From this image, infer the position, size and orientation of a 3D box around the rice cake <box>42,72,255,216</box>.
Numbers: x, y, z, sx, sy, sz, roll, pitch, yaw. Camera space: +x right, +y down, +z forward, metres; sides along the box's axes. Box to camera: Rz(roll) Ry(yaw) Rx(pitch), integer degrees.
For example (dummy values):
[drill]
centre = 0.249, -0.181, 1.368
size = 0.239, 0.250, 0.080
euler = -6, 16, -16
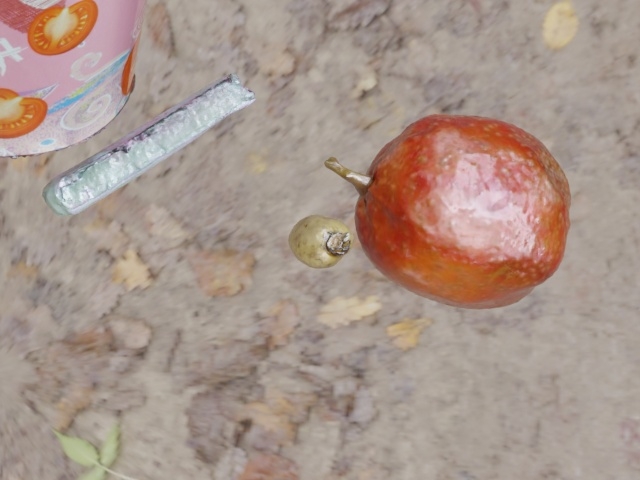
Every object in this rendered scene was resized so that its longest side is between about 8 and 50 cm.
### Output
[rice cake]
centre = -0.132, -0.079, 1.104
size = 0.207, 0.033, 0.033
euler = -36, 106, -32

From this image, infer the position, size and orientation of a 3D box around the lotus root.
[lotus root]
centre = 0.000, 0.000, 1.754
size = 0.072, 0.152, 0.063
euler = -35, 108, -19

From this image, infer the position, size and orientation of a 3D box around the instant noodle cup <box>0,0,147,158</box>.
[instant noodle cup]
centre = -0.216, -0.201, 0.936
size = 0.243, 0.231, 0.243
euler = 6, 48, -7

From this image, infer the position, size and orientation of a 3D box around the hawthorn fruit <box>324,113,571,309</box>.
[hawthorn fruit]
centre = 0.122, -0.034, 1.387
size = 0.253, 0.205, 0.205
euler = 11, 82, -11
